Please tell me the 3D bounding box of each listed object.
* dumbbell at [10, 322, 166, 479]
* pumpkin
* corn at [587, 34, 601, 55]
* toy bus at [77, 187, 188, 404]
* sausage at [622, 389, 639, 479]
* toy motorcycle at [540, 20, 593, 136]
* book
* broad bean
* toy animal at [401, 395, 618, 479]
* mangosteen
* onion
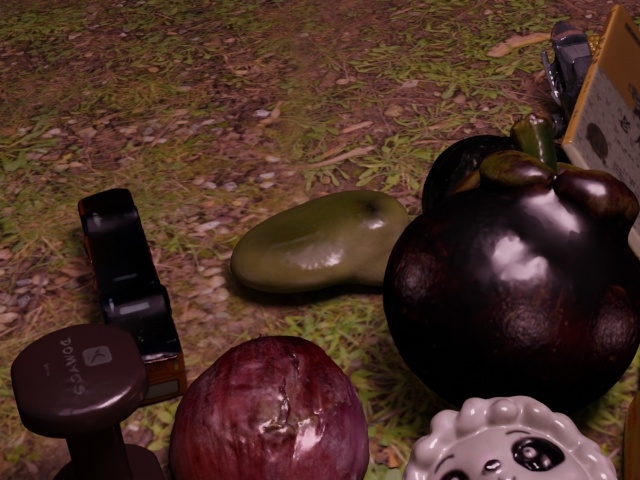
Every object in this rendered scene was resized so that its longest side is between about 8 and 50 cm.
[{"bbox_3d":[-0.230,0.206,0.921,0.124,0.225,0.140,-16,38,-18],"label":"dumbbell"},{"bbox_3d":[0.267,-0.067,1.246,0.250,0.216,0.250,9,5,-1],"label":"pumpkin"},{"bbox_3d":[0.598,-0.312,1.622,0.310,0.101,0.101,15,41,25],"label":"corn"},{"bbox_3d":[-0.267,0.059,1.240,0.093,0.092,0.409,-13,36,-14],"label":"toy bus"},{"bbox_3d":[0.331,0.274,0.881,0.082,0.082,0.371,6,36,16],"label":"sausage"},{"bbox_3d":[0.446,-0.241,1.484,0.108,0.173,0.307,-10,38,-3],"label":"toy motorcycle"},{"bbox_3d":[0.459,-0.147,1.289,0.032,0.269,0.389,-24,25,42],"label":"book"},{"bbox_3d":[0.000,0.000,1.263,0.263,0.121,0.189,-7,32,2],"label":"broad bean"},{"bbox_3d":[0.169,0.232,0.843,0.208,0.204,0.156,-23,61,5],"label":"toy animal"},{"bbox_3d":[0.231,0.052,1.005,0.313,0.297,0.297,-42,26,26],"label":"mangosteen"},{"bbox_3d":[-0.064,0.179,1.029,0.227,0.120,0.283,-4,36,-5],"label":"onion"}]
